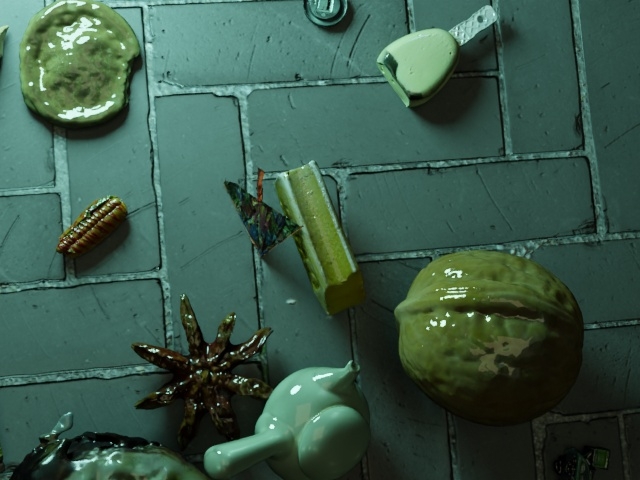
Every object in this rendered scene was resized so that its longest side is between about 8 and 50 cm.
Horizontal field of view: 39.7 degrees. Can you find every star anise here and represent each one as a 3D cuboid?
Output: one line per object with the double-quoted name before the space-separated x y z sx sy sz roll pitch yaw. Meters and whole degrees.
"star anise" -0.196 0.230 1.551 0.288 0.088 0.288 1 84 -9

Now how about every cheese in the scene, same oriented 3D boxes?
"cheese" 0.232 -0.363 1.669 0.251 0.054 0.127 -36 91 -10

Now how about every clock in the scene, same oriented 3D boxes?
"clock" 0.008 -0.442 1.662 0.085 0.017 0.085 1 85 -8

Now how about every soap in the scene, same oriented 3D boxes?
"soap" 0.000 0.000 1.556 0.080 0.160 0.258 -21 88 -7

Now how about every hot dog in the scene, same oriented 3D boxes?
"hot dog" -0.405 -0.024 1.564 0.144 0.038 0.062 -41 92 -8

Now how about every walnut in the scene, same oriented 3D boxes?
"walnut" 0.287 0.164 1.525 0.332 0.333 0.333 1 86 -8

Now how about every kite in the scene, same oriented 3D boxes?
"kite" -0.101 -0.044 1.559 0.009 0.232 0.189 -26 133 -33

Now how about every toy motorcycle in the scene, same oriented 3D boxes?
"toy motorcycle" 0.480 0.466 1.639 0.100 0.058 0.173 11 82 -12

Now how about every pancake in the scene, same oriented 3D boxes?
"pancake" -0.433 -0.317 1.581 0.222 0.042 0.236 33 84 -8

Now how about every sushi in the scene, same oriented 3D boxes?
"sushi" -0.345 0.440 1.384 0.299 0.294 0.281 30 70 -20

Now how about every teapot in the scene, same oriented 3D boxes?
"teapot" -0.046 0.342 1.487 0.318 0.149 0.220 -30 119 -24

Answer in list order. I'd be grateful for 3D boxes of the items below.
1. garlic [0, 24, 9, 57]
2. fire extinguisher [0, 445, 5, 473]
"garlic" -0.696 -0.334 1.526 0.266 0.148 0.129 19 120 -10
"fire extinguisher" -0.597 0.277 1.481 0.075 0.106 0.252 -12 88 11
